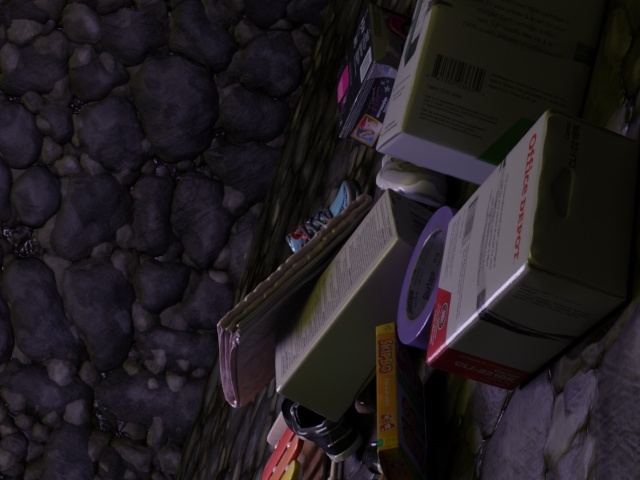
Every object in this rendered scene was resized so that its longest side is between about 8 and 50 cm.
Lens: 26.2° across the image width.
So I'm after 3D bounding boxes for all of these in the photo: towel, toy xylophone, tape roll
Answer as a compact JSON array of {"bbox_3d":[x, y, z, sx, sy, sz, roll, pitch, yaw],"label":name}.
[{"bbox_3d":[-0.030,0.104,2.210,0.332,0.053,0.317,-42,-18,-19],"label":"towel"},{"bbox_3d":[-0.038,0.403,2.287,0.323,0.081,0.236,-89,20,-56],"label":"toy xylophone"},{"bbox_3d":[0.171,0.056,1.794,0.189,0.080,0.189,-162,90,-79],"label":"tape roll"}]

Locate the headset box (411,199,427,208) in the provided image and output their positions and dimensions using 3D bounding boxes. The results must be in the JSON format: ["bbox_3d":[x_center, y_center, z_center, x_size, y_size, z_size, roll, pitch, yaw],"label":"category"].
[{"bbox_3d":[0.130,-0.030,2.176,0.032,0.062,0.083,125,161,-60],"label":"headset box"}]

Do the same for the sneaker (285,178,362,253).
[{"bbox_3d":[0.000,0.000,2.614,0.104,0.125,0.262,-111,39,-72],"label":"sneaker"}]

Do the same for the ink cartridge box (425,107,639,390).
[{"bbox_3d":[0.226,0.017,1.484,0.273,0.114,0.197,124,161,-59],"label":"ink cartridge box"}]

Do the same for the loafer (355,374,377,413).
[{"bbox_3d":[0.073,0.201,2.093,0.050,0.056,0.148,-32,35,35],"label":"loafer"}]

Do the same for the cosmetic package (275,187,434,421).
[{"bbox_3d":[0.062,0.095,2.015,0.309,0.113,0.160,-54,19,24],"label":"cosmetic package"}]

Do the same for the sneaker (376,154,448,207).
[{"bbox_3d":[0.148,-0.133,2.137,0.281,0.105,0.115,-104,33,-71],"label":"sneaker"}]

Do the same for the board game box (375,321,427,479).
[{"bbox_3d":[0.105,0.235,1.780,0.259,0.039,0.124,-84,-26,-52],"label":"board game box"}]

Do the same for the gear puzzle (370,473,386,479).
[{"bbox_3d":[0.045,0.409,1.819,0.339,0.044,0.175,107,174,-56],"label":"gear puzzle"}]

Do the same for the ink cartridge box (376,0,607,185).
[{"bbox_3d":[0.214,-0.222,1.675,0.121,0.211,0.289,147,140,-76],"label":"ink cartridge box"}]

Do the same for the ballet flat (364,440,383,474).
[{"bbox_3d":[0.095,0.305,1.885,0.173,0.057,0.049,152,109,-85],"label":"ballet flat"}]

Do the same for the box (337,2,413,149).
[{"bbox_3d":[0.124,-0.280,2.396,0.247,0.142,0.163,-92,23,-57],"label":"box"}]

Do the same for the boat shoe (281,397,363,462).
[{"bbox_3d":[-0.009,0.279,2.202,0.084,0.079,0.233,-45,22,-10],"label":"boat shoe"}]
